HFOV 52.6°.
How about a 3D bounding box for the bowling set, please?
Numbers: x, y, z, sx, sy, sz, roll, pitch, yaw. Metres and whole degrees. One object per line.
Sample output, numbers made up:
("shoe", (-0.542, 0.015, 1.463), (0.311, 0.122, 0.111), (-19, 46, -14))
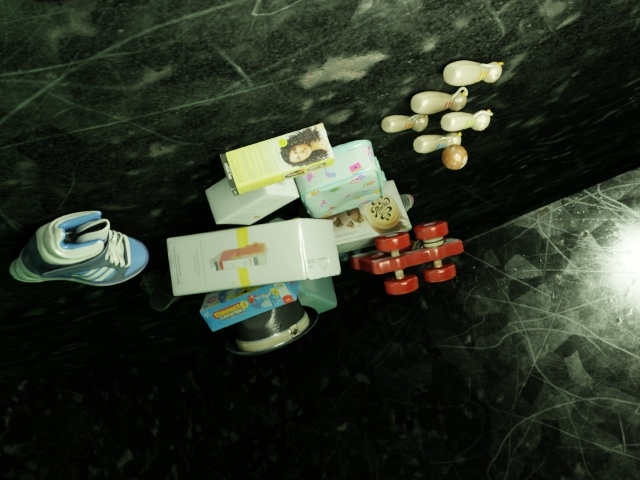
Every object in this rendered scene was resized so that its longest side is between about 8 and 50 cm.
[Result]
("bowling set", (0.286, -0.245, 1.420), (0.154, 0.199, 0.287), (-12, 170, -36))

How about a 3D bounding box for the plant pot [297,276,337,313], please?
("plant pot", (-0.125, 0.148, 2.402), (0.248, 0.247, 0.252), (-25, 152, 24))

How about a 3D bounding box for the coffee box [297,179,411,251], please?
("coffee box", (0.103, -0.065, 1.964), (0.297, 0.168, 0.119), (-12, 165, -28))

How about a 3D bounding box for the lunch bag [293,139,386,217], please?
("lunch bag", (0.053, -0.153, 1.651), (0.224, 0.107, 0.279), (-21, 168, 3))

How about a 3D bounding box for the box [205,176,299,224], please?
("box", (-0.162, -0.112, 1.541), (0.170, 0.091, 0.130), (-27, 167, 29))

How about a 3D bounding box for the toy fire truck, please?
("toy fire truck", (0.261, 0.040, 1.967), (0.302, 0.169, 0.254), (-15, -170, -14))

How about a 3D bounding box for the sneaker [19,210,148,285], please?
("sneaker", (-0.501, 0.016, 1.494), (0.323, 0.130, 0.236), (1, 161, -44))

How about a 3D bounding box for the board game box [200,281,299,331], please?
("board game box", (-0.218, 0.131, 2.133), (0.302, 0.086, 0.308), (-22, -155, 14))

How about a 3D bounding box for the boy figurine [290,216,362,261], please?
("boy figurine", (0.000, 0.000, 2.069), (0.177, 0.092, 0.285), (-31, 147, 35))

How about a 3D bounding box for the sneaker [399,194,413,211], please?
("sneaker", (0.231, -0.112, 2.193), (0.170, 0.063, 0.075), (-17, 175, 15))

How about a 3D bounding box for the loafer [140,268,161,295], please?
("loafer", (-0.560, 0.139, 2.124), (0.061, 0.062, 0.170), (-5, 153, -22))

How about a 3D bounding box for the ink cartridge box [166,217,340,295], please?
("ink cartridge box", (-0.172, 0.041, 1.755), (0.385, 0.160, 0.279), (-7, 179, 19))

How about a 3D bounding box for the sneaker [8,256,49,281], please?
("sneaker", (-0.637, 0.053, 1.602), (0.091, 0.094, 0.258), (-2, 178, 39))

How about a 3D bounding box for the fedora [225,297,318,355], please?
("fedora", (-0.179, 0.250, 2.181), (0.334, 0.152, 0.334), (-15, -166, 4))

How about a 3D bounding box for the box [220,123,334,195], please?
("box", (-0.092, -0.174, 1.398), (0.232, 0.087, 0.058), (-19, 170, -5))

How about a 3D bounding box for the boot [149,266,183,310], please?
("boot", (-0.450, 0.121, 2.131), (0.263, 0.091, 0.229), (-44, -179, 7))

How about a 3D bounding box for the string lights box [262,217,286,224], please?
("string lights box", (-0.213, 0.040, 2.022), (0.260, 0.133, 0.077), (-22, 166, 14))
